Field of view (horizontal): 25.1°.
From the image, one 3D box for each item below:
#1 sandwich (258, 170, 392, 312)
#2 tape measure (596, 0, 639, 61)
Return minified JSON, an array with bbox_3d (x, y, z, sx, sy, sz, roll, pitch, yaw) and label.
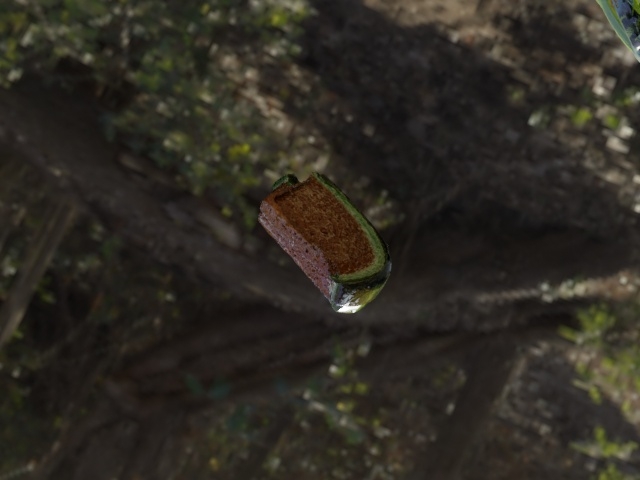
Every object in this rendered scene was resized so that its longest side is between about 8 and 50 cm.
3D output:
[{"bbox_3d":[0.001,-0.002,0.737,0.069,0.026,0.101,4,-141,-48],"label":"sandwich"},{"bbox_3d":[0.333,-0.239,1.371,0.175,0.106,0.200,54,175,32],"label":"tape measure"}]
